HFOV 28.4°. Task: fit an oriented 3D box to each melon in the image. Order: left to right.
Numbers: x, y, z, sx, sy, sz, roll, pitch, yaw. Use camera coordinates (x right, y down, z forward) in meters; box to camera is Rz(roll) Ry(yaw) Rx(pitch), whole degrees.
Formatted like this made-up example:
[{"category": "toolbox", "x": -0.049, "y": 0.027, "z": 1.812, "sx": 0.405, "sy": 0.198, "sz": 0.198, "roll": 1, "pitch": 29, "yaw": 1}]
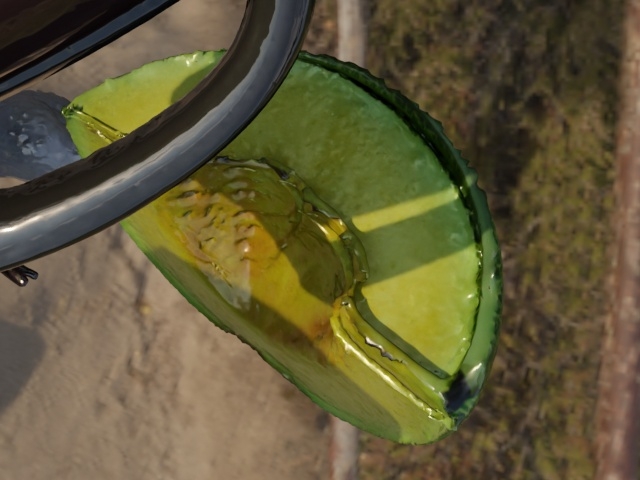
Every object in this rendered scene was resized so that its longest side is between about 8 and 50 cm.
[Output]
[{"category": "melon", "x": 0.000, "y": 0.000, "z": 0.711, "sx": 0.129, "sy": 0.265, "sz": 0.169, "roll": -48, "pitch": 163, "yaw": -20}]

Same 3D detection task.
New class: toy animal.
[{"category": "toy animal", "x": -0.256, "y": -0.089, "z": 1.177, "sx": 0.195, "sy": 0.324, "sz": 0.090, "roll": 55, "pitch": 26, "yaw": -6}]

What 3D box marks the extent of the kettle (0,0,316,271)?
[{"category": "kettle", "x": -0.099, "y": -0.101, "z": 0.387, "sx": 0.232, "sy": 0.144, "sz": 0.202, "roll": -32, "pitch": 119, "yaw": 16}]
